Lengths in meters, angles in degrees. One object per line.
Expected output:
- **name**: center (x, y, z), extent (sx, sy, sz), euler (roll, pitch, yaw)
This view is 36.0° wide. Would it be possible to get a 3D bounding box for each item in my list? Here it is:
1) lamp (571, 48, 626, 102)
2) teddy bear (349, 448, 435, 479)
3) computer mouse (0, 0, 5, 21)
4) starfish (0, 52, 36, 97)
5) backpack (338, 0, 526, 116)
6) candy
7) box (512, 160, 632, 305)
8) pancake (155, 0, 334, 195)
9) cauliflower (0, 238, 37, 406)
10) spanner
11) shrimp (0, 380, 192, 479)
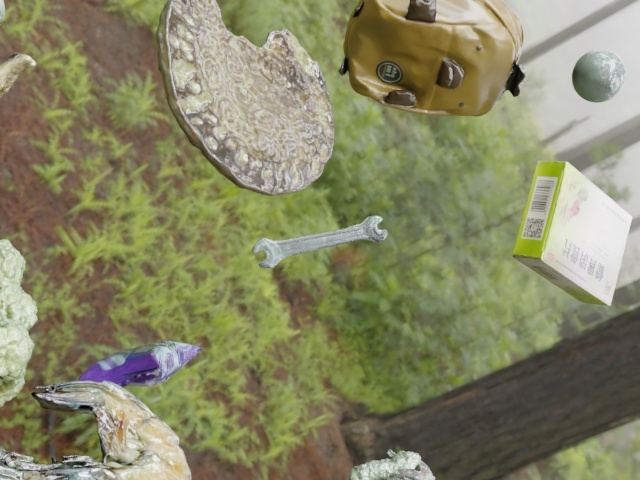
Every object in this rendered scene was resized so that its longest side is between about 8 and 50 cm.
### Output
- **lamp**: center (0.541, -0.319, 1.912), extent (0.105, 0.105, 0.105), euler (42, 32, -34)
- **teddy bear**: center (0.163, 0.431, 1.725), extent (0.213, 0.111, 0.133), euler (28, -3, 11)
- **computer mouse**: center (-0.576, -0.408, 1.719), extent (0.056, 0.032, 0.110), euler (-57, 160, -21)
- **starfish**: center (-0.535, -0.094, 1.185), extent (0.082, 0.432, 0.324), euler (62, 26, -18)
- **backpack**: center (0.236, -0.400, 2.036), extent (0.353, 0.378, 0.201), euler (99, 2, -50)
- **candy**: center (-0.300, 0.211, 1.660), extent (0.275, 0.145, 0.070), euler (-18, 100, -80)
- **box**: center (0.442, -0.009, 1.705), extent (0.260, 0.062, 0.175), euler (28, 74, -44)
- **pancake**: center (-0.086, -0.188, 1.191), extent (0.288, 0.033, 0.286), euler (-38, 105, -52)
- **cauliflower**: center (-0.526, 0.145, 1.373), extent (0.281, 0.260, 0.327), euler (43, 59, -79)
- **spanner**: center (0.000, 0.000, 2.138), extent (0.017, 0.302, 0.071), euler (-159, -124, -77)
- **shrimp**: center (-0.325, 0.277, 1.298), extent (0.365, 0.071, 0.233), euler (17, 38, -41)
